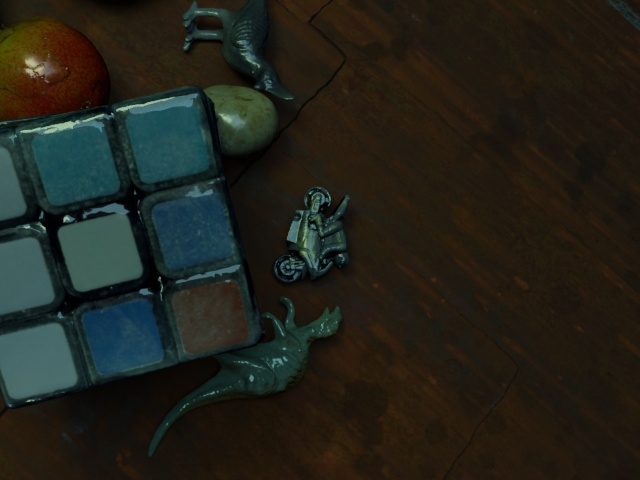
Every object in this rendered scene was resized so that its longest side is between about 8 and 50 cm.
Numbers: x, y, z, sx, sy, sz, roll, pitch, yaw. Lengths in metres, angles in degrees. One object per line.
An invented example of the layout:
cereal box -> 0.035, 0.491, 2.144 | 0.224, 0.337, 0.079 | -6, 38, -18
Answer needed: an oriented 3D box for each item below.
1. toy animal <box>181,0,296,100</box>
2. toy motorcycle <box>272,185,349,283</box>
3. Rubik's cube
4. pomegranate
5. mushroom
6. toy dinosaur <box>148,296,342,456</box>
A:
toy animal -> -0.158, -0.400, 1.421 | 0.206, 0.081, 0.367 | -3, 61, -3
toy motorcycle -> 0.000, 0.000, 1.356 | 0.124, 0.061, 0.193 | 23, 77, 1
Rubik's cube -> -0.293, -0.019, 1.071 | 0.363, 0.359, 0.362 | -11, 105, -9
pomegranate -> -0.466, -0.266, 1.251 | 0.235, 0.210, 0.210 | 21, 71, -11
mushroom -> -0.157, -0.205, 1.341 | 0.166, 0.166, 0.127 | -2, 116, -13
toy dinosaur -> -0.142, 0.204, 1.258 | 0.205, 0.092, 0.393 | 43, 67, -3
